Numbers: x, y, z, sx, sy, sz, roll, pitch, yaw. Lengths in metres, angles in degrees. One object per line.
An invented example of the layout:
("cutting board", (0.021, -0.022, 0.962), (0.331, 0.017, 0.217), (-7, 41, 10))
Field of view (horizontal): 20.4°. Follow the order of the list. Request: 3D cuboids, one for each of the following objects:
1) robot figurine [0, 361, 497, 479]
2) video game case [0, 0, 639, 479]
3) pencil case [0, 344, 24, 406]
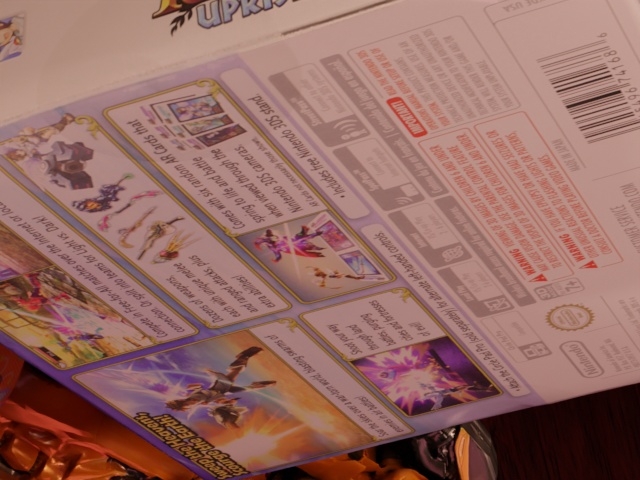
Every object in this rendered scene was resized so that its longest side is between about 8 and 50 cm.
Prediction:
("robot figurine", (-0.057, 0.100, 0.871), (0.291, 0.085, 0.211), (33, 131, -24))
("video game case", (0.010, -0.012, 0.581), (0.244, 0.061, 0.269), (-17, 149, 18))
("pencil case", (-0.247, 0.032, 0.665), (0.284, 0.124, 0.124), (-7, 172, -45))
